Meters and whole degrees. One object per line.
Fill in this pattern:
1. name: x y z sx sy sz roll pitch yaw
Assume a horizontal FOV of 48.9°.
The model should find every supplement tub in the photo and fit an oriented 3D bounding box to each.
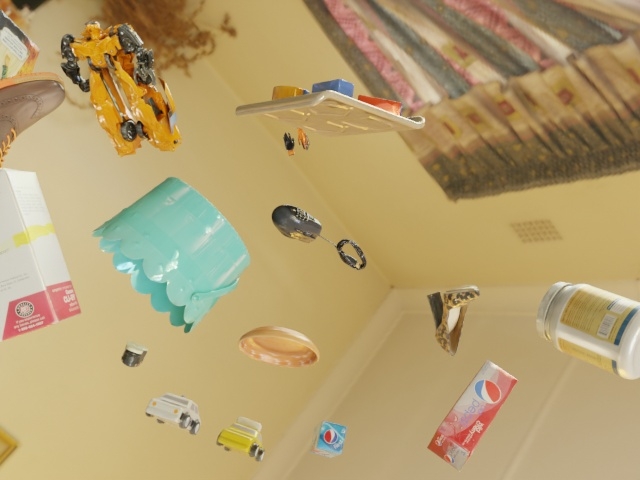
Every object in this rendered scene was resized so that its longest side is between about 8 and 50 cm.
1. supplement tub: 0.539 0.168 1.366 0.199 0.144 0.144 23 -117 45

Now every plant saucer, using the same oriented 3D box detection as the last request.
1. plant saucer: -0.099 0.256 1.707 0.200 0.200 0.037 -21 -132 43

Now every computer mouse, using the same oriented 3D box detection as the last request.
1. computer mouse: 0.000 0.000 1.508 0.071 0.242 0.041 -53 -163 24

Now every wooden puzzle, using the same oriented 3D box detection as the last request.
1. wooden puzzle: 0.024 -0.314 1.673 0.322 0.348 0.080 5 -89 49

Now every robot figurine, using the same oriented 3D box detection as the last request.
1. robot figurine: -0.400 -0.311 1.432 0.211 0.291 0.085 -2 -143 21

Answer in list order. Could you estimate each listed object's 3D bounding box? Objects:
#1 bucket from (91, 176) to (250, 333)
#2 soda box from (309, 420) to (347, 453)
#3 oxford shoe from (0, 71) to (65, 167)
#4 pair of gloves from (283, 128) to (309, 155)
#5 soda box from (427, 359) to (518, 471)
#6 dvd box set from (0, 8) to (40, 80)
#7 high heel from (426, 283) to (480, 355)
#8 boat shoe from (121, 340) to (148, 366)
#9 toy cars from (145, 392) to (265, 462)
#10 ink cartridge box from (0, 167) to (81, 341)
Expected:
1. bucket: -0.282 0.025 1.372 0.183 0.281 0.281 -44 -161 -20
2. soda box: 0.018 0.531 1.874 0.210 0.067 0.071 106 -2 -69
3. oxford shoe: -0.608 -0.183 1.294 0.363 0.133 0.130 -40 166 -26
4. pair of gloves: -0.074 -0.304 2.162 0.083 0.074 0.010 -16 -177 27
5. soda box: 0.356 0.401 1.638 0.263 0.092 0.083 -40 156 -41
6. dvd box set: -0.790 -0.350 1.538 0.062 0.307 0.420 -2 -118 20
7. high heel: 0.386 0.220 1.923 0.093 0.186 0.261 -14 174 -21
8. boat shoe: -0.402 0.244 1.518 0.133 0.049 0.042 174 -63 -82
9. toy cars: -0.261 0.441 1.701 0.176 0.393 0.087 -6 -123 48
10. ink cartridge box: -0.788 0.047 1.705 0.279 0.385 0.160 -17 -178 5
